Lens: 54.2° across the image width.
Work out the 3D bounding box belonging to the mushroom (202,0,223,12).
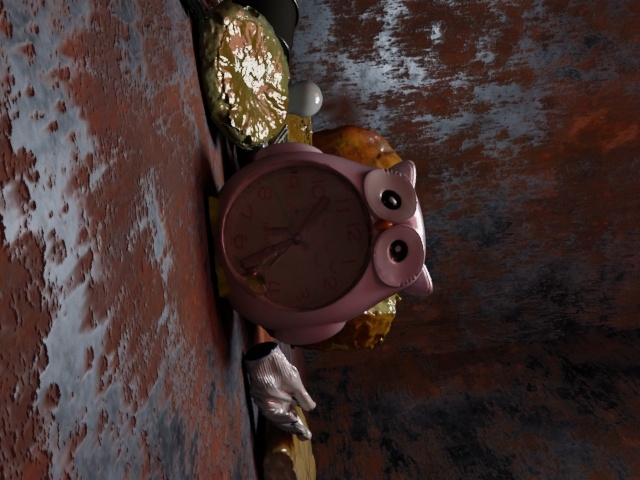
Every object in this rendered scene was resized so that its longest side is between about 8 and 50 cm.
[{"bbox_3d":[-0.231,-0.483,1.270,0.306,0.043,0.068,-95,160,-73],"label":"mushroom"}]

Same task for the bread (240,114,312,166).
[{"bbox_3d":[-0.132,-0.280,1.726,0.195,0.176,0.246,-38,-137,44],"label":"bread"}]

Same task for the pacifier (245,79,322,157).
[{"bbox_3d":[-0.109,-0.325,1.490,0.244,0.233,0.299,-26,110,-81],"label":"pacifier"}]

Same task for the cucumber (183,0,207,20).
[{"bbox_3d":[-0.219,-0.412,1.061,0.135,0.034,0.033,85,3,-84],"label":"cucumber"}]

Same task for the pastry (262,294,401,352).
[{"bbox_3d":[-0.023,0.094,1.467,0.405,0.338,0.292,49,37,-29],"label":"pastry"}]

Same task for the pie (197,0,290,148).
[{"bbox_3d":[-0.151,-0.327,1.265,0.306,0.071,0.306,-9,101,-58],"label":"pie"}]

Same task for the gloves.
[{"bbox_3d":[-0.081,0.315,1.288,0.097,0.119,0.229,-19,-80,58],"label":"gloves"}]

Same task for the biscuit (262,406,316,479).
[{"bbox_3d":[-0.066,0.555,1.506,0.446,0.104,0.428,-96,178,-74],"label":"biscuit"}]

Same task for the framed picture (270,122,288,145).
[{"bbox_3d":[-0.129,-0.144,1.453,0.197,0.014,0.252,-55,175,-13],"label":"framed picture"}]

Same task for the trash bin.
[{"bbox_3d":[-0.173,-0.659,1.893,0.214,0.214,0.333,83,7,-50],"label":"trash bin"}]

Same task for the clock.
[{"bbox_3d":[0.000,0.000,1.153,0.250,0.377,0.367,116,-33,-82],"label":"clock"}]

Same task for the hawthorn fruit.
[{"bbox_3d":[0.067,-0.135,1.938,0.472,0.472,0.471,173,-90,-89],"label":"hawthorn fruit"}]
